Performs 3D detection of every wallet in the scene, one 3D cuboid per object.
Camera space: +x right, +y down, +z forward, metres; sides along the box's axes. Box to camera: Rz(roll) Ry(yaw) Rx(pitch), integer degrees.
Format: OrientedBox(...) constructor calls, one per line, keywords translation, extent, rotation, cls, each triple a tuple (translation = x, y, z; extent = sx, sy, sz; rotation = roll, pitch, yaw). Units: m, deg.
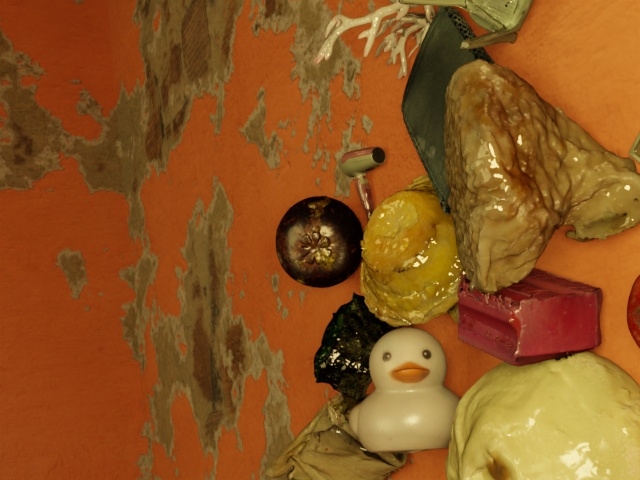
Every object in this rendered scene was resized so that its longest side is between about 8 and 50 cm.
OrientedBox(translation=(0.227, -0.231, 1.465), extent=(0.342, 0.075, 0.237), rotation=(-103, 25, -52), cls="wallet")

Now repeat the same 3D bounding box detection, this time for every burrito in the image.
OrientedBox(translation=(0.030, 0.435, 1.783), extent=(0.332, 0.190, 0.135), rotation=(-50, 11, 45), cls="burrito")

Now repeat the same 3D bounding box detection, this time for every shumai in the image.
OrientedBox(translation=(0.307, -0.103, 1.180), extent=(0.267, 0.262, 0.314), rotation=(-100, 0, -76), cls="shumai")

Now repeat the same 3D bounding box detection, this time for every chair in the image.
OrientedBox(translation=(0.257, -0.423, 1.350), extent=(0.190, 0.274, 0.203), rotation=(34, 120, 29), cls="chair")

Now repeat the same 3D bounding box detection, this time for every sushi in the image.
OrientedBox(translation=(0.066, 0.196, 1.638), extent=(0.225, 0.127, 0.124), rotation=(-54, -12, -56), cls="sushi")

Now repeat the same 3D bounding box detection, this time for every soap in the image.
OrientedBox(translation=(0.287, 0.097, 1.289), extent=(0.250, 0.162, 0.099), rotation=(-155, 57, -68), cls="soap")

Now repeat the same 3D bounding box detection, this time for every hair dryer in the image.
OrientedBox(translation=(0.097, -0.112, 1.786), extent=(0.106, 0.054, 0.154), rotation=(-4, 96, 57), cls="hair dryer")

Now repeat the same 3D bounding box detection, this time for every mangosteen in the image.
OrientedBox(translation=(0.000, 0.000, 1.839), extent=(0.217, 0.192, 0.192), rotation=(-68, -16, -82), cls="mangosteen")

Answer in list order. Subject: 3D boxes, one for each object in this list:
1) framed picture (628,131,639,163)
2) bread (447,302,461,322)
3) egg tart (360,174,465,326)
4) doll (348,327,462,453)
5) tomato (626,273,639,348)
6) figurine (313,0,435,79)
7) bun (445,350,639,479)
OrientedBox(translation=(0.489, -0.122, 1.092), extent=(0.203, 0.015, 0.150), rotation=(56, 135, 47), cls="framed picture")
OrientedBox(translation=(0.232, 0.086, 1.510), extent=(0.066, 0.060, 0.110), rotation=(-60, 35, 23), cls="bread")
OrientedBox(translation=(0.162, 0.003, 1.497), extent=(0.294, 0.116, 0.295), rotation=(-28, 48, 35), cls="egg tart")
OrientedBox(translation=(0.150, 0.258, 1.487), extent=(0.251, 0.221, 0.221), rotation=(71, -171, -73), cls="doll")
OrientedBox(translation=(0.443, 0.095, 1.092), extent=(0.159, 0.091, 0.139), rotation=(21, 109, 57), cls="tomato")
OrientedBox(translation=(0.126, -0.474, 1.610), extent=(0.284, 0.206, 0.316), rotation=(-38, 50, 48), cls="figurine")
OrientedBox(translation=(0.306, 0.332, 1.224), extent=(0.364, 0.202, 0.365), rotation=(-5, 84, 59), cls="bun")
